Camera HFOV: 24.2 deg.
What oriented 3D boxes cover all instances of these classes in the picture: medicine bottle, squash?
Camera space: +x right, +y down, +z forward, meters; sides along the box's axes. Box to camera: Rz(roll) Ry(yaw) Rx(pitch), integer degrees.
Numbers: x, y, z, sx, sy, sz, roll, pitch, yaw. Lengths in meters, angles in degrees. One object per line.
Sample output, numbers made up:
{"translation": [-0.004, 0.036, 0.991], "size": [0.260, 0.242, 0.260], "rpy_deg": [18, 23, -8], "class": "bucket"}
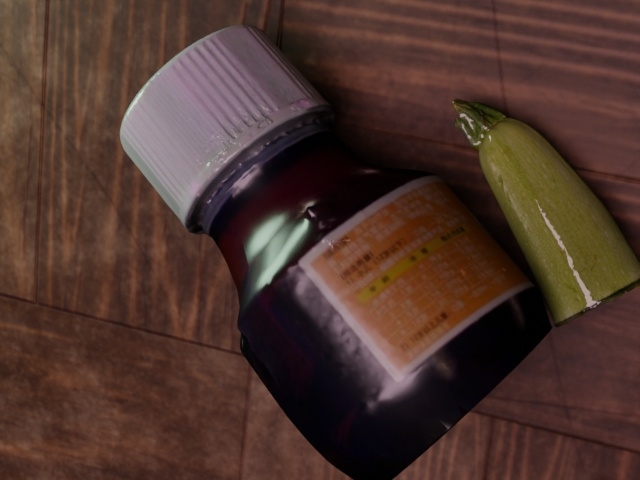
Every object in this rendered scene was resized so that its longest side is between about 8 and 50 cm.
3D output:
{"translation": [0.000, 0.000, 1.294], "size": [0.242, 0.242, 0.395], "rpy_deg": [-43, 81, 26], "class": "medicine bottle"}
{"translation": [0.184, -0.034, 1.294], "size": [0.094, 0.094, 0.224], "rpy_deg": [-37, 83, 27], "class": "squash"}
